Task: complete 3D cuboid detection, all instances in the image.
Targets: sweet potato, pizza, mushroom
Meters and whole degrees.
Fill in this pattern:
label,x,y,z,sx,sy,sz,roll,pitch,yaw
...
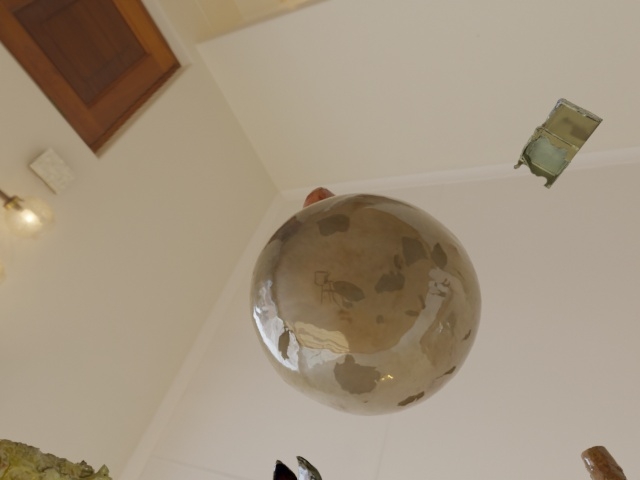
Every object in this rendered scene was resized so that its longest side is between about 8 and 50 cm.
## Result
label,x,y,z,sx,sy,sz,roll,pitch,yaw
sweet potato,0.529,0.478,0.770,0.059,0.067,0.281,-49,-147,25
pizza,-0.414,0.316,0.598,0.279,0.288,0.075,-61,-151,33
mushroom,0.068,0.101,0.767,0.363,0.294,0.362,-1,-124,1

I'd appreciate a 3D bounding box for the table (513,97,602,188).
label,x,y,z,sx,sy,sz,roll,pitch,yaw
table,0.322,-0.132,0.645,0.062,0.079,0.083,37,-107,18

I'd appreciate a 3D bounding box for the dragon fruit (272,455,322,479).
label,x,y,z,sx,sy,sz,roll,pitch,yaw
dragon fruit,-0.004,0.349,0.465,0.193,0.274,0.192,-37,-147,-18

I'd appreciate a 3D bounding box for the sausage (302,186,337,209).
label,x,y,z,sx,sy,sz,roll,pitch,yaw
sausage,0.000,0.000,1.042,0.114,0.113,0.259,-8,-119,25
